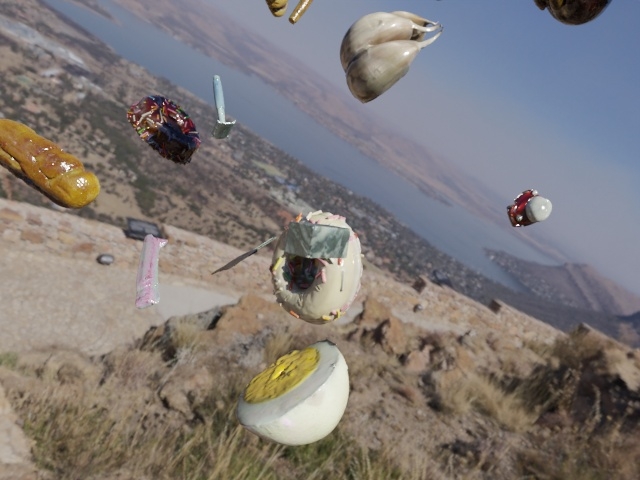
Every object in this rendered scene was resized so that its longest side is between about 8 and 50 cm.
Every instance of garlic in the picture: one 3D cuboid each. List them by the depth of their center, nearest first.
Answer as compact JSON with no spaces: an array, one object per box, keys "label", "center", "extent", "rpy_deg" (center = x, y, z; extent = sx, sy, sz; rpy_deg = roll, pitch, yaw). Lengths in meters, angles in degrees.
[{"label":"garlic","center":[0.165,-0.463,1.383],"extent":[0.237,0.292,0.210],"rpy_deg":[-11,76,-42]}]

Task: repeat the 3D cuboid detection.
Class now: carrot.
[{"label":"carrot","center":[-0.061,-0.827,1.903],"extent":[0.042,0.171,0.042],"rpy_deg":[29,-16,9]}]

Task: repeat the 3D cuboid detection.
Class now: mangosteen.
[{"label":"mangosteen","center":[0.765,-0.772,1.664],"extent":[0.265,0.228,0.228],"rpy_deg":[-13,24,-5]}]

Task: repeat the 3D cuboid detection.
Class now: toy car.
[{"label":"toy car","center":[0.696,-0.098,1.785],"extent":[0.112,0.139,0.112],"rpy_deg":[64,-17,-14]}]

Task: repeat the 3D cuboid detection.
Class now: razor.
[{"label":"razor","center":[-0.214,-0.292,1.159],"extent":[0.040,0.068,0.135],"rpy_deg":[-1,72,-26]}]

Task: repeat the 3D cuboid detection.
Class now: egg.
[{"label":"egg","center":[-0.046,0.444,1.478],"extent":[0.201,0.337,0.337],"rpy_deg":[58,8,-15]}]

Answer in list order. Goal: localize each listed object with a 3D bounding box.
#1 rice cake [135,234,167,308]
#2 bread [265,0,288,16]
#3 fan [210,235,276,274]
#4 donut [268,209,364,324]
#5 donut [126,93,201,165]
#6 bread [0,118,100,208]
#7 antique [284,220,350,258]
[{"label":"rice cake","center":[-0.565,0.098,1.808],"extent":[0.081,0.051,0.290],"rpy_deg":[-4,50,-2]},{"label":"bread","center":[-0.131,-0.740,1.501],"extent":[0.225,0.081,0.134],"rpy_deg":[62,21,-69]},{"label":"fan","center":[-0.221,0.041,1.643],"extent":[0.152,0.226,0.008],"rpy_deg":[-17,-76,57]},{"label":"donut","center":[-0.026,0.089,1.775],"extent":[0.142,0.383,0.382],"rpy_deg":[6,29,-43]},{"label":"donut","center":[-0.448,-0.331,1.595],"extent":[0.235,0.089,0.235],"rpy_deg":[45,22,-23]},{"label":"bread","center":[-0.690,-0.198,1.302],"extent":[0.344,0.124,0.084],"rpy_deg":[36,-8,-4]},{"label":"antique","center":[0.000,0.000,1.468],"extent":[0.088,0.086,0.183],"rpy_deg":[12,6,38]}]
